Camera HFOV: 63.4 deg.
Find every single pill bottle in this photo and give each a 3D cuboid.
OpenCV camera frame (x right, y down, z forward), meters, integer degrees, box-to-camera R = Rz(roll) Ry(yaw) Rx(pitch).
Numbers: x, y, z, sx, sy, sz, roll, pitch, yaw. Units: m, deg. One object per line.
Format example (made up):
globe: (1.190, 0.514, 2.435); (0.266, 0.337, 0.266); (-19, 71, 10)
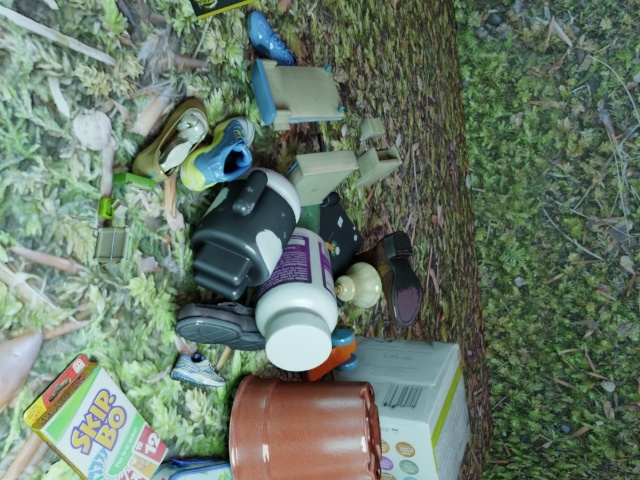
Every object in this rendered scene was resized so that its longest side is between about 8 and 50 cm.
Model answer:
pill bottle: (-0.053, 0.118, 1.089); (0.301, 0.170, 0.169); (-97, 166, -55)

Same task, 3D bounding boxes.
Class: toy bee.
toy bee: (0.043, 0.292, 1.411); (0.299, 0.162, 0.195); (6, 93, -35)

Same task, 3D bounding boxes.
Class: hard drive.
hard drive: (0.000, 0.000, 1.389); (0.339, 0.064, 0.236); (52, 47, -47)

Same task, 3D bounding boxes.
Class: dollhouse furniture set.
dollhouse furniture set: (-0.019, -0.259, 1.211); (0.287, 0.198, 0.303); (-11, 77, -29)
dollhouse furniture set: (-0.315, -0.030, 0.843); (0.059, 0.076, 0.151); (17, 75, -58)

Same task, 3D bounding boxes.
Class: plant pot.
plant pot: (-0.016, 0.410, 1.090); (0.272, 0.265, 0.272); (-8, 90, -77)

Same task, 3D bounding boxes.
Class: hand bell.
hand bell: (0.032, 0.126, 1.313); (0.242, 0.126, 0.126); (-4, 94, -46)

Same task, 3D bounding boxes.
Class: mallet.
mallet: (0.017, -0.179, 1.327); (0.062, 0.039, 0.189); (-1, 86, -58)

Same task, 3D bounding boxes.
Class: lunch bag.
lunch bag: (-0.239, 0.498, 0.962); (0.219, 0.090, 0.175); (31, 61, -57)

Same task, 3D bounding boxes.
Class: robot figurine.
robot figurine: (-0.150, -0.022, 1.034); (0.173, 0.209, 0.278); (47, 50, -27)

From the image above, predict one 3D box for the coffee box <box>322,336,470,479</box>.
coffee box: (0.210, 0.511, 1.471); (0.338, 0.338, 0.334); (-44, 127, -54)

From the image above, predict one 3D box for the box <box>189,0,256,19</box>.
box: (-0.070, -0.541, 1.016); (0.257, 0.322, 0.079); (-54, 133, -45)

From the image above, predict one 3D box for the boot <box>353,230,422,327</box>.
boot: (0.157, 0.134, 1.453); (0.096, 0.280, 0.263); (-2, 71, -27)

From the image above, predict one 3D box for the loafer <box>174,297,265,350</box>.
loafer: (-0.191, 0.160, 1.051); (0.302, 0.109, 0.095); (39, 38, -60)

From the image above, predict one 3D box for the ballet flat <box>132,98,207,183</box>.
ballet flat: (-0.252, -0.183, 0.951); (0.080, 0.073, 0.232); (59, 42, -39)

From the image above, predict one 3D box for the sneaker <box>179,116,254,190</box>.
sneaker: (-0.169, -0.177, 1.039); (0.240, 0.126, 0.091); (-59, 138, -40)

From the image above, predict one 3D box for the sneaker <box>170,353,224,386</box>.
sneaker: (-0.230, 0.253, 1.013); (0.135, 0.052, 0.058); (40, 53, -53)

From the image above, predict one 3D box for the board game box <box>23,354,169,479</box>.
board game box: (-0.348, 0.313, 0.832); (0.124, 0.039, 0.259); (-57, 134, -43)

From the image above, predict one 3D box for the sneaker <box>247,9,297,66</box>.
sneaker: (-0.097, -0.439, 1.209); (0.069, 0.082, 0.209); (-59, 136, -38)
